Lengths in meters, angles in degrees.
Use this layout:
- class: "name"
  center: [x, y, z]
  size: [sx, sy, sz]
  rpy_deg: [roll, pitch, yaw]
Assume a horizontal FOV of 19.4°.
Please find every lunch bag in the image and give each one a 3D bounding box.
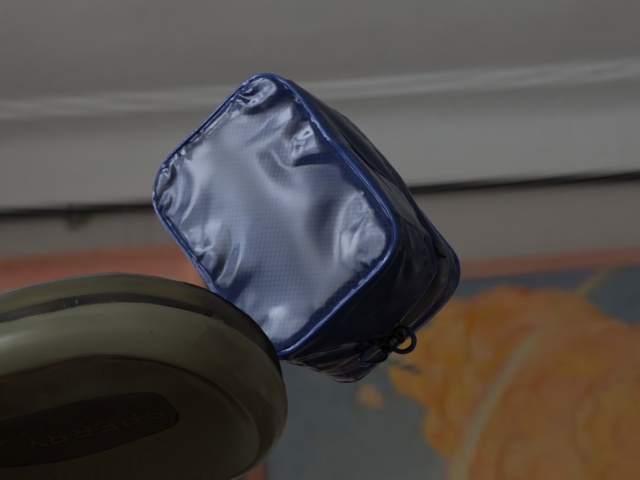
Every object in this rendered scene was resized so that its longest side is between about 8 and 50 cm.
- class: "lunch bag"
  center: [0.000, 0.000, 0.623]
  size: [0.067, 0.098, 0.065]
  rpy_deg: [-41, -26, 13]

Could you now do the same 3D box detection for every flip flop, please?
- class: "flip flop"
  center: [-0.138, 0.089, 0.550]
  size: [0.277, 0.080, 0.112]
  rpy_deg: [-17, -38, 15]
